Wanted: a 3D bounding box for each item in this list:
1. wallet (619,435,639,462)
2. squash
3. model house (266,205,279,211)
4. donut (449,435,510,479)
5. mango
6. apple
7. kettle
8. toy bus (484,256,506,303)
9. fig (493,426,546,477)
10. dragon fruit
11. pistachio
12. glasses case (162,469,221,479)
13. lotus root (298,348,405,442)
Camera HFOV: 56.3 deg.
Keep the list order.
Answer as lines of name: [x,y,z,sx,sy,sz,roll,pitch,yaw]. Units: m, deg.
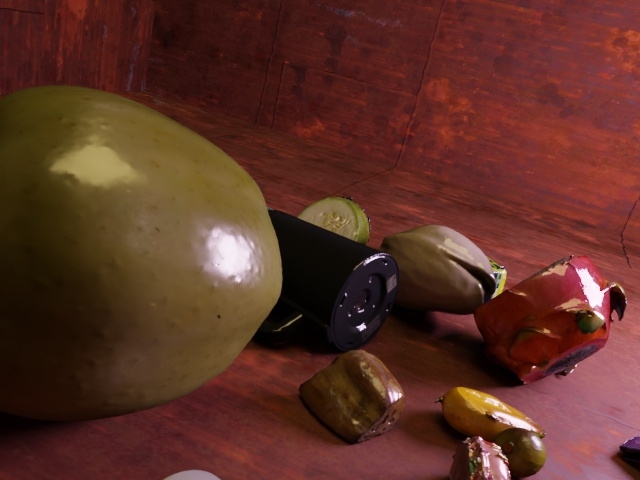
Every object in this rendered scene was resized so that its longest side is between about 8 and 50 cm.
wallet: [0.601,0.349,0.990,0.111,0.030,0.166,-7,0,-42]
squash: [0.000,0.000,1.422,0.189,0.189,0.260,20,19,18]
model house: [-0.134,-0.027,1.546,0.149,0.119,0.148,21,17,-9]
donut: [0.214,0.321,0.794,0.065,0.116,0.166,10,20,4]
mango: [0.279,0.293,0.988,0.188,0.066,0.101,16,11,-6]
apple: [-0.292,0.023,0.824,0.474,0.473,0.473,12,20,-4]
kettle: [-0.037,0.092,1.213,0.308,0.262,0.203,25,-11,36]
toy bus: [0.351,0.077,1.529,0.150,0.128,0.262,6,20,-21]
fig: [0.310,0.325,0.915,0.088,0.074,0.074,27,10,-33]
dragon fruit: [0.458,0.165,1.185,0.291,0.290,0.189,-6,58,-42]
pistachio: [0.251,0.071,1.346,0.208,0.226,0.332,-40,22,-25]
glasses case: [-0.101,0.333,0.637,0.092,0.059,0.233,-5,26,-44]
lotus root: [0.067,0.242,0.955,0.160,0.095,0.135,-6,30,-30]
